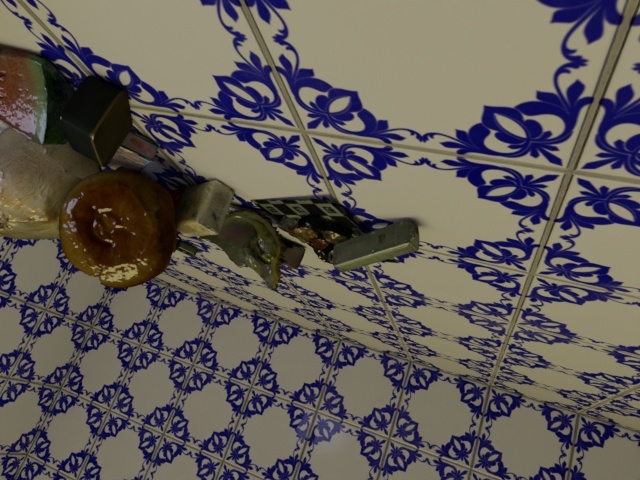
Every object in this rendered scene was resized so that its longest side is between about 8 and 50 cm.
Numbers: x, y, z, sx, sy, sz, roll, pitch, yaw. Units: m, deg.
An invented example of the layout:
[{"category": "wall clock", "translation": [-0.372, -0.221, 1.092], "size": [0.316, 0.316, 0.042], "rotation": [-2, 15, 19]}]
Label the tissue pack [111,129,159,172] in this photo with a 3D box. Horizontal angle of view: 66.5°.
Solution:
[{"category": "tissue pack", "translation": [-0.522, -0.248, 1.340], "size": [0.115, 0.065, 0.155], "rotation": [27, 160, -29]}]

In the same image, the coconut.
[{"category": "coconut", "translation": [-0.862, -0.159, 1.487], "size": [0.346, 0.360, 0.346], "rotation": [20, 162, 7]}]

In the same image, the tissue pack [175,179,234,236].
[{"category": "tissue pack", "translation": [-0.358, -0.094, 1.470], "size": [0.092, 0.148, 0.196], "rotation": [30, 159, -37]}]

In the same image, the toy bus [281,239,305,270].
[{"category": "toy bus", "translation": [-0.195, 0.012, 1.695], "size": [0.274, 0.090, 0.112], "rotation": [27, 169, -16]}]

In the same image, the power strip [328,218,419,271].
[{"category": "power strip", "translation": [0.138, 0.018, 1.266], "size": [0.272, 0.078, 0.052], "rotation": [-21, 141, 37]}]

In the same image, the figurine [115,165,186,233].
[{"category": "figurine", "translation": [-0.589, -0.080, 1.587], "size": [0.261, 0.211, 0.270], "rotation": [28, 141, -11]}]

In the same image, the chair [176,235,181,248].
[{"category": "chair", "translation": [-0.648, -0.011, 2.121], "size": [0.101, 0.084, 0.212], "rotation": [14, 161, 31]}]

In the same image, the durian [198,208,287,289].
[{"category": "durian", "translation": [-0.213, 0.016, 1.514], "size": [0.306, 0.166, 0.172], "rotation": [42, 130, 13]}]

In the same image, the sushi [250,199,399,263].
[{"category": "sushi", "translation": [0.000, 0.000, 1.449], "size": [0.343, 0.064, 0.359], "rotation": [5, 155, 47]}]

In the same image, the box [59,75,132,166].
[{"category": "box", "translation": [-0.521, -0.276, 1.139], "size": [0.090, 0.144, 0.201], "rotation": [27, 162, -9]}]

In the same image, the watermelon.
[{"category": "watermelon", "translation": [-0.722, -0.352, 1.146], "size": [0.256, 0.193, 0.140], "rotation": [17, -167, -2]}]

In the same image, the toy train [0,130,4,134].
[{"category": "toy train", "translation": [-1.027, -0.267, 1.699], "size": [0.201, 0.145, 0.266], "rotation": [2, 154, 38]}]

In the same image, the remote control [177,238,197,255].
[{"category": "remote control", "translation": [-0.724, 0.005, 2.312], "size": [0.285, 0.038, 0.123], "rotation": [24, 162, -10]}]

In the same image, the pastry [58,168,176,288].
[{"category": "pastry", "translation": [-0.576, -0.033, 1.410], "size": [0.356, 0.356, 0.164], "rotation": [21, -168, -3]}]
